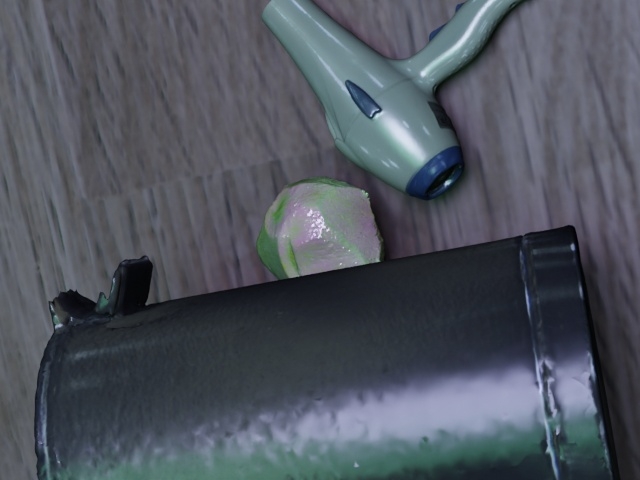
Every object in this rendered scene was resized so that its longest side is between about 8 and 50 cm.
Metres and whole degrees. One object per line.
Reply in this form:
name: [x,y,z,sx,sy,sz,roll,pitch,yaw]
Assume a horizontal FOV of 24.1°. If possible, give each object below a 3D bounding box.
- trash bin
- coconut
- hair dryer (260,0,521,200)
trash bin: [0.014,0.116,0.858,0.301,0.203,0.252,-9,90,10]
coconut: [0.000,0.000,0.947,0.081,0.083,0.082,-10,69,12]
hair dryer: [0.055,-0.144,0.927,0.167,0.067,0.199,34,97,20]
